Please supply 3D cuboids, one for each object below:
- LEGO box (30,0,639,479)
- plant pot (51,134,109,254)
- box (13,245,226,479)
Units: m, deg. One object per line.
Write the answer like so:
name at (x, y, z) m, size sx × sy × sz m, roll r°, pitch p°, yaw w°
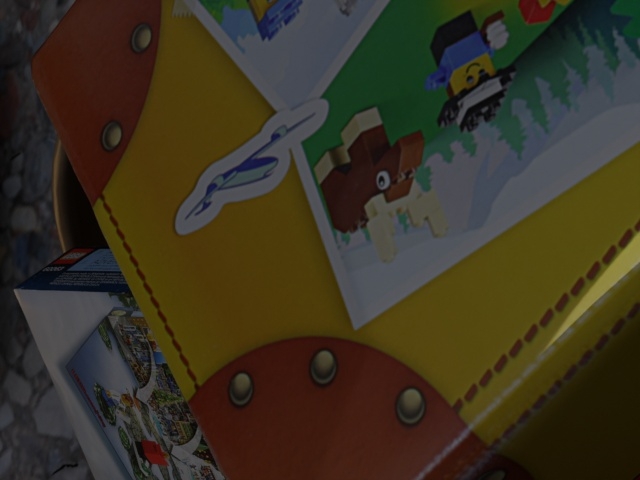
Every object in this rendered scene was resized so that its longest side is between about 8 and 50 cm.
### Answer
LEGO box at (0.229, -0.124, 0.455) m, size 0.500 × 0.372 × 0.193 m, roll -48°, pitch 53°, yaw 25°
plant pot at (0.000, 0.000, 0.786) m, size 0.237 × 0.110 × 0.237 m, roll 24°, pitch 133°, yaw 28°
box at (-0.032, 0.114, 0.779) m, size 0.159 × 0.044 × 0.233 m, roll 0°, pitch 118°, yaw 42°
